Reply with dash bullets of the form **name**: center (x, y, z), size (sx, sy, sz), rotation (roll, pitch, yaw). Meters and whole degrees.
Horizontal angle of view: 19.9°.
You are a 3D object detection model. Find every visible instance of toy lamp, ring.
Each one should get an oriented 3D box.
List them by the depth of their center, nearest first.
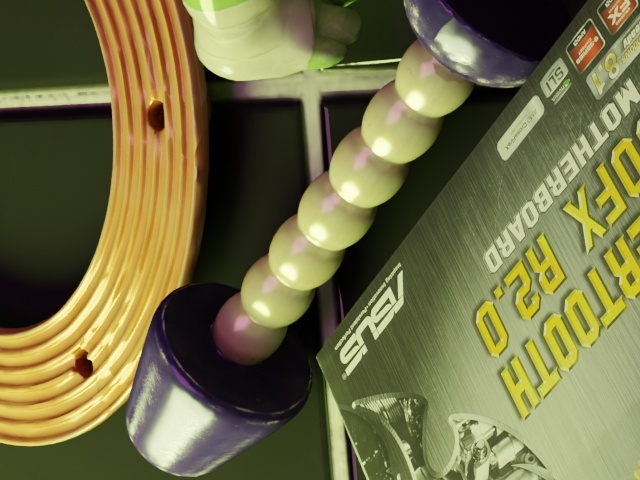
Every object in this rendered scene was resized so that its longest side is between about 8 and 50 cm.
- **toy lamp**: center (0.000, 0.000, 0.743), size (0.080, 0.080, 0.275), rotation (56, 130, 22)
- **ring**: center (-0.164, -0.064, 0.926), size (0.336, 0.032, 0.336), rotation (12, 106, 44)

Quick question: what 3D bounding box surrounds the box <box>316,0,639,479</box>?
- **box**: center (0.101, 0.043, 0.631), size (0.231, 0.056, 0.183), rotation (-54, 45, 38)

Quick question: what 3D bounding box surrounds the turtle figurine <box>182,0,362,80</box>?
- **turtle figurine**: center (-0.015, -0.194, 0.643), size (0.198, 0.275, 0.266), rotation (30, 162, 19)
